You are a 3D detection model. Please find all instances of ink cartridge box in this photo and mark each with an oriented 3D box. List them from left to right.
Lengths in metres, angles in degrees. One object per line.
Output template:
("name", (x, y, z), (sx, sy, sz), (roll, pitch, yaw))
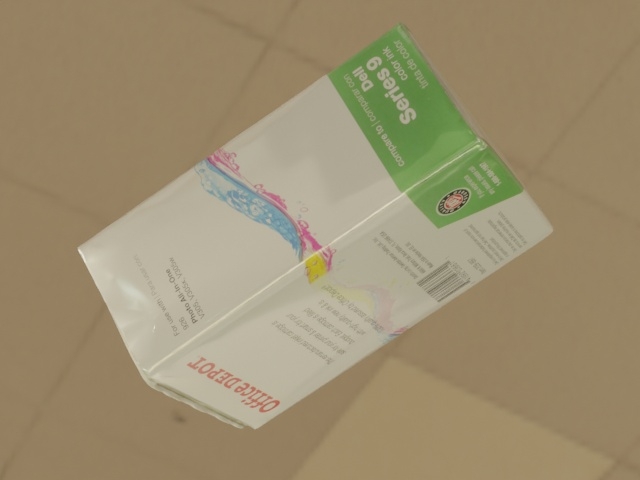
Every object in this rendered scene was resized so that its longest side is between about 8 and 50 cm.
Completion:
("ink cartridge box", (0.000, 0.000, 1.018), (0.212, 0.093, 0.154), (-36, 155, 7))
